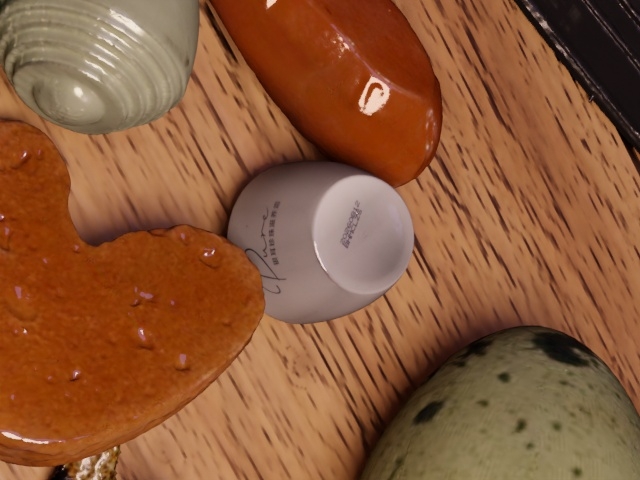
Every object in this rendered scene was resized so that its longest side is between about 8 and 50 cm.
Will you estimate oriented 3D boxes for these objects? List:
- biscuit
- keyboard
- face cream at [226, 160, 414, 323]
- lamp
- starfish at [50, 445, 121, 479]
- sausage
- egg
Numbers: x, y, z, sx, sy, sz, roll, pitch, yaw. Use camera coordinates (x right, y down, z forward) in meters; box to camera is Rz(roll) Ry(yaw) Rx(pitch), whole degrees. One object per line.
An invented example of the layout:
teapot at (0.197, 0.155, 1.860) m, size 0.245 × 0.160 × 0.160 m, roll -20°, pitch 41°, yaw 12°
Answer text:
biscuit at (-0.137, 0.016, 0.974) m, size 0.186 × 0.036 × 0.192 m, roll -32°, pitch 79°, yaw -34°
keyboard at (0.156, -0.160, 1.196) m, size 0.250 × 0.017 × 0.087 m, roll 49°, pitch 64°, yaw -18°
face cream at (0.000, 0.000, 1.047) m, size 0.091 × 0.095 × 0.091 m, roll 3°, pitch 85°, yaw -30°
lamp at (-0.100, -0.141, 1.005) m, size 0.106 × 0.106 × 0.193 m, roll 36°, pitch 61°, yaw -23°
starfish at (-0.126, 0.166, 0.972) m, size 0.146 × 0.074 × 0.190 m, roll 7°, pitch 78°, yaw -29°
sausage at (0.003, -0.110, 1.066) m, size 0.089 × 0.089 × 0.179 m, roll -44°, pitch 98°, yaw -25°
egg at (0.106, 0.152, 1.051) m, size 0.177 × 0.177 × 0.228 m, roll 30°, pitch 59°, yaw -24°
